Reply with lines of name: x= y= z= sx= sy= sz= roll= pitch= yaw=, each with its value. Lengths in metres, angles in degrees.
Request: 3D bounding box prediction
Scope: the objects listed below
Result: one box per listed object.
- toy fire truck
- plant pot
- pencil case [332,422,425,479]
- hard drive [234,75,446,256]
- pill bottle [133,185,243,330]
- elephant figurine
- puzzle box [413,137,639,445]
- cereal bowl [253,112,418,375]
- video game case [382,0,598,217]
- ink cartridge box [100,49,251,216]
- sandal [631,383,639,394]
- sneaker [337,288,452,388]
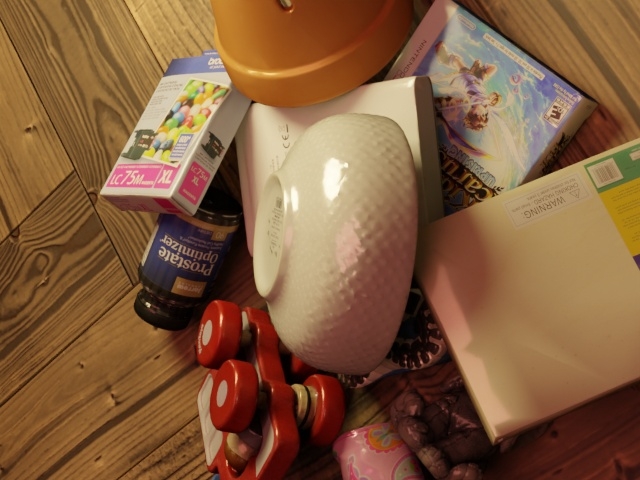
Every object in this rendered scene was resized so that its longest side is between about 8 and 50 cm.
toy fire truck: x=-0.102 y=0.248 z=1.674 sx=0.254 sy=0.169 sz=0.302 roll=-63 pitch=28 yaw=31
plant pot: x=-0.036 y=-0.359 z=1.613 sx=0.290 sy=0.203 sz=0.291 roll=-12 pitch=51 yaw=15
pencil case: x=0.104 y=0.385 z=1.564 sx=0.124 sy=0.124 sz=0.284 roll=-36 pitch=54 yaw=26
hard drive: x=0.020 y=-0.098 z=1.669 sx=0.353 sy=0.047 sz=0.233 roll=-3 pitch=95 yaw=43
pill bottle: x=-0.213 y=0.026 z=1.813 sx=0.123 sy=0.122 sz=0.219 roll=35 pitch=113 yaw=29
elephant figurine: x=0.227 y=0.216 z=1.519 sx=0.239 sy=0.186 sz=0.169 roll=-40 pitch=102 yaw=-3
puzzle box: x=0.333 y=0.042 z=1.381 sx=0.408 sy=0.052 sz=0.272 roll=-22 pitch=68 yaw=-4
cereal bowl: x=0.000 y=0.000 z=1.471 sx=0.339 sy=0.141 sz=0.339 roll=-175 pitch=90 yaw=-75
video game case: x=0.202 y=-0.167 z=1.604 sx=0.269 sy=0.061 sz=0.244 roll=42 pitch=110 yaw=27
ink cartridge box: x=-0.200 y=-0.185 z=1.771 sx=0.185 sy=0.065 sz=0.311 roll=4 pitch=60 yaw=45
sandal: x=0.410 y=0.138 z=1.437 sx=0.302 sy=0.120 sz=0.086 roll=37 pitch=140 yaw=26
sneaker: x=0.123 y=0.129 z=1.574 sx=0.330 sy=0.147 sz=0.130 roll=-14 pitch=81 yaw=61
